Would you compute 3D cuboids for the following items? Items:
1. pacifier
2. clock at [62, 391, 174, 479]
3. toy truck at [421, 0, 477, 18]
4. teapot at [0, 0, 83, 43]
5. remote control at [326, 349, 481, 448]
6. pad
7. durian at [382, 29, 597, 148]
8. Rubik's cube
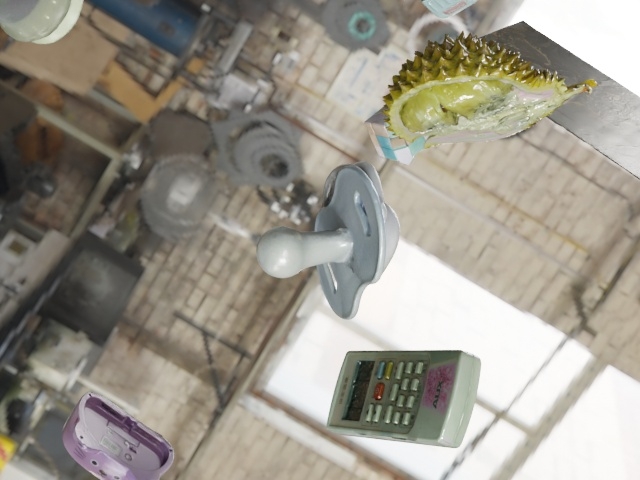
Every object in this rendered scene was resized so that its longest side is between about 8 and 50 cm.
[{"bbox_3d":[0.000,0.000,1.887,0.244,0.233,0.299,68,-28,25],"label":"pacifier"},{"bbox_3d":[-0.277,0.281,1.505,0.050,0.153,0.110,-48,-168,23],"label":"clock"},{"bbox_3d":[0.128,-0.344,1.392,0.080,0.178,0.115,-26,-136,37],"label":"toy truck"},{"bbox_3d":[-0.345,-0.260,1.086,0.183,0.183,0.251,-58,158,15],"label":"teapot"},{"bbox_3d":[0.123,0.241,1.745,0.344,0.050,0.145,-12,-122,60],"label":"remote control"},{"bbox_3d":[0.410,-0.235,1.799,0.247,0.367,0.007,-29,150,-46],"label":"pad"},{"bbox_3d":[0.161,-0.154,1.089,0.146,0.208,0.102,54,36,-69],"label":"durian"},{"bbox_3d":[0.114,-0.153,1.540,0.084,0.075,0.073,-54,-144,-10],"label":"Rubik's cube"}]
